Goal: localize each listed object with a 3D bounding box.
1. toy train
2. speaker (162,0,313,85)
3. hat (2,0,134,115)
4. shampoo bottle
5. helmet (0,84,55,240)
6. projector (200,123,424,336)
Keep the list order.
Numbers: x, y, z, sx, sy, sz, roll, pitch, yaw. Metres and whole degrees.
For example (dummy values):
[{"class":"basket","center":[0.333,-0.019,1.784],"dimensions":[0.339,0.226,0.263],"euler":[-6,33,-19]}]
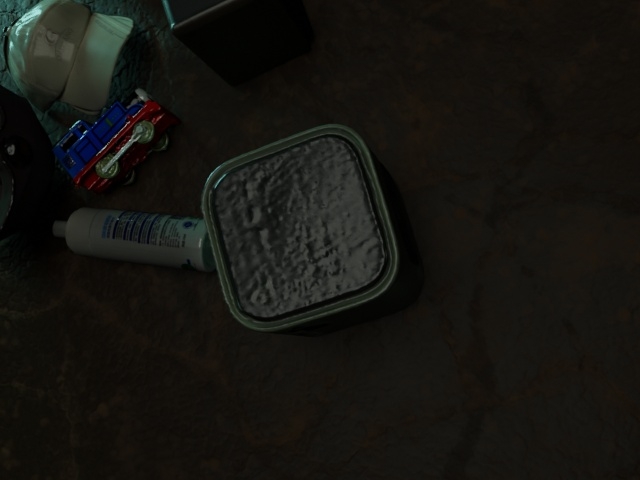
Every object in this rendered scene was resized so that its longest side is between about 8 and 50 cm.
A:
[{"class":"toy train","center":[-0.357,-0.178,1.264],"dimensions":[0.204,0.083,0.131],"euler":[-43,72,5]},{"class":"speaker","center":[-0.139,-0.380,1.155],"dimensions":[0.192,0.231,0.153],"euler":[-21,78,11]},{"class":"hat","center":[-0.451,-0.334,1.272],"dimensions":[0.226,0.164,0.219],"euler":[17,87,50]},{"class":"shampoo bottle","center":[-0.321,-0.005,1.225],"dimensions":[0.303,0.092,0.092],"euler":[5,84,15]},{"class":"helmet","center":[-0.581,-0.128,1.255],"dimensions":[0.271,0.197,0.338],"euler":[-31,82,23]},{"class":"projector","center":[0.000,0.000,1.057],"dimensions":[0.249,0.249,0.248],"euler":[-19,77,12]}]
